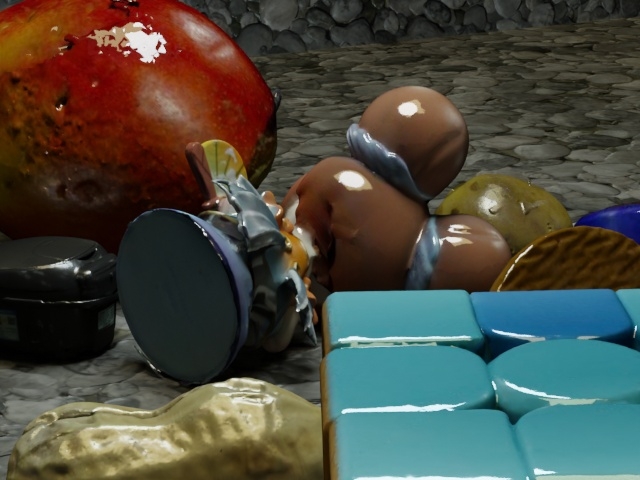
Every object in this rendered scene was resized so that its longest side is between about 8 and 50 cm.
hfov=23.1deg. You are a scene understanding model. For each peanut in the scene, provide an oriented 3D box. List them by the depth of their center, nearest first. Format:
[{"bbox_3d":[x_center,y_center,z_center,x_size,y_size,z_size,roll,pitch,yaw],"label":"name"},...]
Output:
[{"bbox_3d":[-0.111,0.183,1.285,0.290,0.130,0.130,-6,18,-9],"label":"peanut"}]

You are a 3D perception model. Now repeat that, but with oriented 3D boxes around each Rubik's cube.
[{"bbox_3d":[0.146,0.206,0.916,0.290,0.291,0.291,-2,18,0],"label":"Rubik's cube"}]

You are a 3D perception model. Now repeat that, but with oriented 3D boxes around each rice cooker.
[{"bbox_3d":[-0.304,0.058,1.708,0.203,0.118,0.142,6,18,24],"label":"rice cooker"}]

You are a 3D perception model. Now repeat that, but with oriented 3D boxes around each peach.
[{"bbox_3d":[-0.251,-0.131,1.909,0.417,0.353,0.339,15,61,10],"label":"peach"}]

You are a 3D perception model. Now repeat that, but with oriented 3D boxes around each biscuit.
[{"bbox_3d":[0.226,0.115,1.295,0.262,0.262,0.037,-15,-3,-36],"label":"biscuit"}]

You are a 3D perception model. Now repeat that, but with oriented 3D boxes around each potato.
[{"bbox_3d":[0.222,-0.014,1.893,0.176,0.137,0.137,-6,18,-6],"label":"potato"}]

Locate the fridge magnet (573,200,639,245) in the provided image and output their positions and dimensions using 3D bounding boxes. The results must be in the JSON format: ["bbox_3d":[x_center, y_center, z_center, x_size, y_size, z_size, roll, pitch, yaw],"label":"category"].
[{"bbox_3d":[0.383,0.017,1.724,0.265,0.112,0.265,-3,-9,0],"label":"fridge magnet"}]

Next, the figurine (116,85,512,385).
[{"bbox_3d":[-0.001,-0.001,1.692,0.388,0.276,0.248,-16,-2,-45],"label":"figurine"}]
